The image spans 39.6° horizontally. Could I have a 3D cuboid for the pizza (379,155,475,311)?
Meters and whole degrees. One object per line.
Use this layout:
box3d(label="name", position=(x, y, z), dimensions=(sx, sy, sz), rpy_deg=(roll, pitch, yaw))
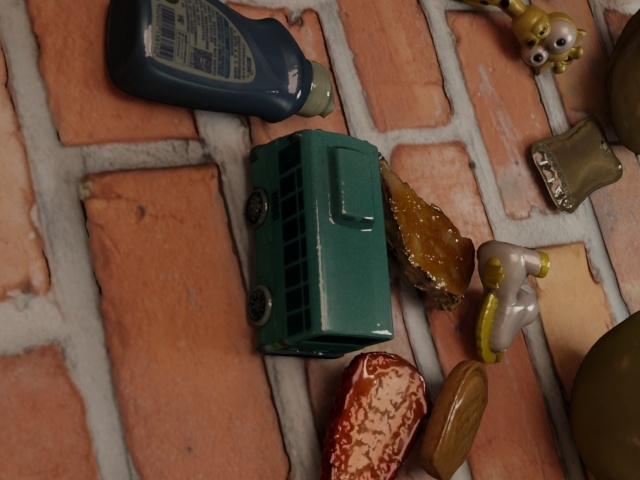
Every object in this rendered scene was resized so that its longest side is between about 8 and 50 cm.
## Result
box3d(label="pizza", position=(0.122, 0.002, 1.166), dimensions=(0.226, 0.069, 0.147), rpy_deg=(35, 46, -33))

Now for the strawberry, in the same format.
box3d(label="strawberry", position=(0.049, 0.215, 1.039), dimensions=(0.121, 0.082, 0.188), rpy_deg=(37, 69, -15))

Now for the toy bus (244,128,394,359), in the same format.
box3d(label="toy bus", position=(0.000, 0.000, 1.028), dimensions=(0.128, 0.147, 0.256), rpy_deg=(9, 70, -37))

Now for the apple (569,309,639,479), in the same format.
box3d(label="apple", position=(0.490, 0.250, 1.257), dimensions=(0.295, 0.233, 0.257), rpy_deg=(23, 48, -13))

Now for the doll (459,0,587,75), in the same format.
box3d(label="doll", position=(0.311, -0.370, 1.420), dimensions=(0.291, 0.117, 0.086), rpy_deg=(39, 34, -23))

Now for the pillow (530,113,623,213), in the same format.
box3d(label="pillow", position=(0.427, -0.128, 1.469), dimensions=(0.217, 0.033, 0.130), rpy_deg=(-26, 89, -40))

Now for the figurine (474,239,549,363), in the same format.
box3d(label="figurine", position=(0.248, 0.084, 1.220), dimensions=(0.130, 0.109, 0.178), rpy_deg=(-35, 131, -50))

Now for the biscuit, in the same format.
box3d(label="biscuit", position=(0.172, 0.219, 1.096), dimensions=(0.221, 0.029, 0.141), rpy_deg=(-11, 110, -63))

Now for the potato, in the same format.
box3d(label="potato", position=(0.623, -0.290, 1.554), dimensions=(0.243, 0.221, 0.326), rpy_deg=(47, 48, -12))

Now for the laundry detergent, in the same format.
box3d(label="laundry detergent", position=(-0.107, -0.213, 1.063), dimensions=(0.290, 0.094, 0.143), rpy_deg=(12, 61, -37))
